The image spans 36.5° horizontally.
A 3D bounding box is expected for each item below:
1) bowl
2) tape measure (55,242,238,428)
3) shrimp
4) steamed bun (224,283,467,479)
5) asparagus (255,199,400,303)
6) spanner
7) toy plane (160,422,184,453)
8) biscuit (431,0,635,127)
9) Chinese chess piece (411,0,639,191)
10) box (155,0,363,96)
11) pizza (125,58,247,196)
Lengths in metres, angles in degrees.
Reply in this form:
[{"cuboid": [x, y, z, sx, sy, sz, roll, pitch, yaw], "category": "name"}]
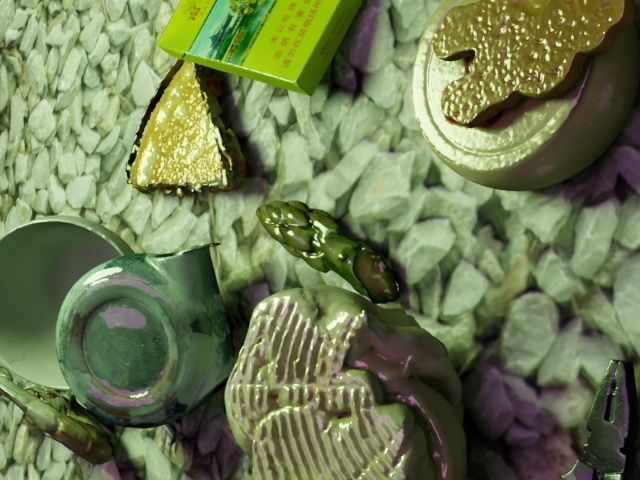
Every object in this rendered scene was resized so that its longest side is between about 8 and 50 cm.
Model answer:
[{"cuboid": [-0.408, 0.089, 1.610, 0.287, 0.144, 0.286, 2, 104, 7], "category": "bowl"}, {"cuboid": [-0.249, 0.144, 1.440, 0.275, 0.147, 0.256, -14, 90, 19], "category": "tape measure"}, {"cuboid": [-0.463, 0.279, 1.619, 0.085, 0.247, 0.360, -56, 31, -13], "category": "shrimp"}, {"cuboid": [0.043, 0.213, 1.129, 0.275, 0.206, 0.319, -19, 67, 26], "category": "steamed bun"}, {"cuboid": [0.000, 0.000, 1.307, 0.287, 0.080, 0.080, 28, 102, 46], "category": "asparagus"}, {"cuboid": [0.284, 0.282, 0.979, 0.096, 0.040, 0.324, 6, 87, 47], "category": "spanner"}, {"cuboid": [-0.240, 0.297, 1.527, 0.084, 0.024, 0.077, 44, 114, 48], "category": "toy plane"}, {"cuboid": [0.216, -0.212, 1.009, 0.236, 0.040, 0.144, -18, 77, 41], "category": "biscuit"}, {"cuboid": [0.225, -0.189, 1.094, 0.273, 0.102, 0.273, -12, 73, 44], "category": "Chinese chess piece"}, {"cuboid": [-0.095, -0.334, 1.447, 0.335, 0.047, 0.187, 23, 84, 42], "category": "box"}, {"cuboid": [-0.196, -0.187, 1.548, 0.288, 0.074, 0.251, 10, 88, 44], "category": "pizza"}]
